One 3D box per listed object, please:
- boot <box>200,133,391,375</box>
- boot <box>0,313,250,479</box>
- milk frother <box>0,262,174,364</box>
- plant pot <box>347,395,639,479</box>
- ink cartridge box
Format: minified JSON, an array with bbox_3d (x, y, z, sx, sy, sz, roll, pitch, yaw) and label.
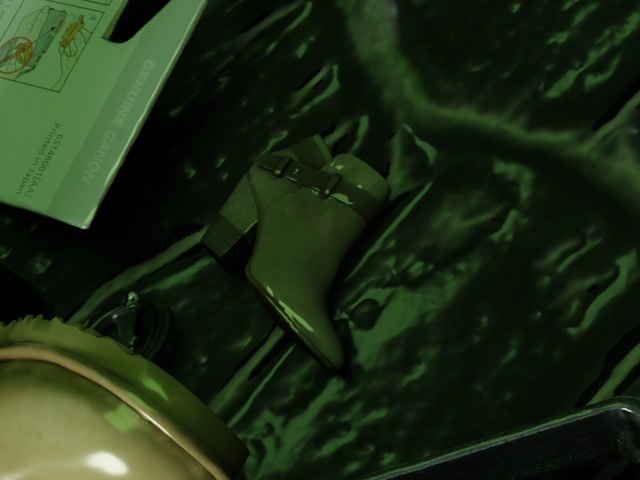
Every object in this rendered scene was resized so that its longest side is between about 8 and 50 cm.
[{"bbox_3d":[0.000,0.000,0.897,0.087,0.042,0.118,-39,62,-10],"label":"boot"},{"bbox_3d":[-0.166,0.160,0.686,0.236,0.089,0.269,1,54,52],"label":"boot"},{"bbox_3d":[-0.165,0.028,0.892,0.143,0.135,0.129,-31,56,5],"label":"milk frother"},{"bbox_3d":[0.072,0.196,0.681,0.187,0.167,0.188,-19,57,13],"label":"plant pot"},{"bbox_3d":[-0.150,-0.149,1.023,0.261,0.066,0.296,17,72,30],"label":"ink cartridge box"}]
